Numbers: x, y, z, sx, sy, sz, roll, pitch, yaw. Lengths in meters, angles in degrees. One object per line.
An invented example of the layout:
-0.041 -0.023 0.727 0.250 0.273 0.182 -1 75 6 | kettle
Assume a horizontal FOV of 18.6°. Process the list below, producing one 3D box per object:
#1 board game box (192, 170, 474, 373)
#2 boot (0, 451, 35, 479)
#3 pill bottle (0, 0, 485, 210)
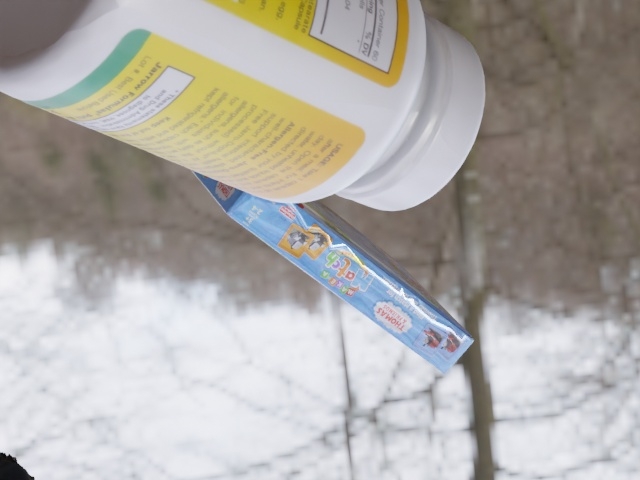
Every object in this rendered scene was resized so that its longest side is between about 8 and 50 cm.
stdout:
0.000 0.000 1.403 0.211 0.039 0.160 36 -175 -26 | board game box
-0.332 0.329 2.043 0.246 0.094 0.207 33 -141 -5 | boot
-0.032 -0.083 0.797 0.208 0.118 0.117 21 168 -41 | pill bottle
